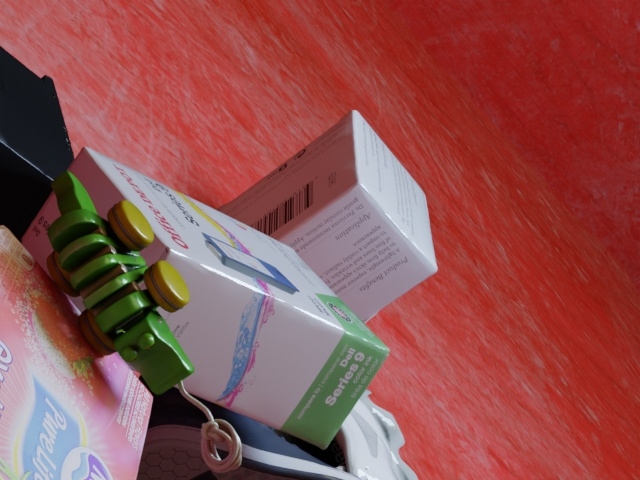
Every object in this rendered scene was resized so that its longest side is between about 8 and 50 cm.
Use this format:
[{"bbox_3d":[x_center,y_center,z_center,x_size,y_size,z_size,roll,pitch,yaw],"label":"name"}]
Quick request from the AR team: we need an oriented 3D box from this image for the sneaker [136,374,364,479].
[{"bbox_3d":[-0.037,0.155,1.396,0.226,0.086,0.163,26,22,-17],"label":"sneaker"}]

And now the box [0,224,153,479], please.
[{"bbox_3d":[-0.193,0.135,0.918,0.142,0.154,0.300,50,15,-17],"label":"box"}]

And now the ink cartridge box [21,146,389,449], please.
[{"bbox_3d":[-0.080,0.040,1.281,0.212,0.093,0.154,25,13,-38],"label":"ink cartridge box"}]

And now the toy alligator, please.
[{"bbox_3d":[-0.101,0.042,1.001,0.190,0.056,0.051,59,15,12],"label":"toy alligator"}]

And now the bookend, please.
[{"bbox_3d":[-0.259,-0.091,1.367,0.157,0.072,0.156,40,20,-42],"label":"bookend"}]

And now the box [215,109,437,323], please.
[{"bbox_3d":[0.000,0.000,1.751,0.119,0.181,0.182,50,15,-20],"label":"box"}]

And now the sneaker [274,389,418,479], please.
[{"bbox_3d":[0.038,0.246,1.474,0.146,0.122,0.330,25,26,-56],"label":"sneaker"}]
